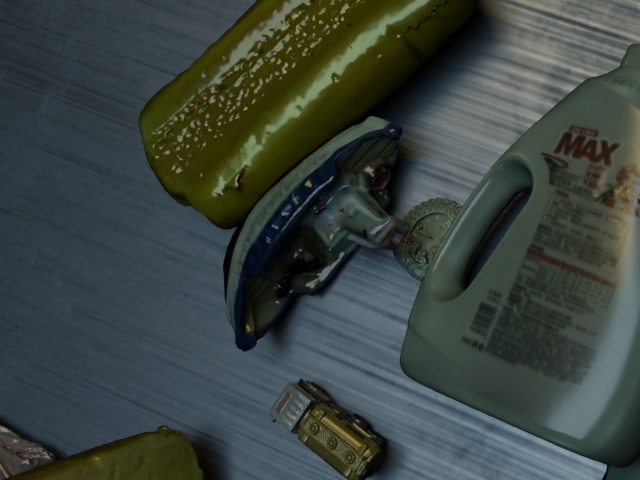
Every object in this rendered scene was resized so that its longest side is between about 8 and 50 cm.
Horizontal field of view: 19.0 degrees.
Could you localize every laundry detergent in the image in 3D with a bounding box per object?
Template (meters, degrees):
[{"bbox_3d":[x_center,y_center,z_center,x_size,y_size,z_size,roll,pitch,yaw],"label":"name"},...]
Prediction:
[{"bbox_3d":[0.242,-0.021,1.722,0.264,0.124,0.398,22,90,37],"label":"laundry detergent"}]

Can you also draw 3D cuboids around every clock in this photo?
[{"bbox_3d":[0.108,-0.002,1.842,0.074,0.010,0.083,45,100,23],"label":"clock"}]

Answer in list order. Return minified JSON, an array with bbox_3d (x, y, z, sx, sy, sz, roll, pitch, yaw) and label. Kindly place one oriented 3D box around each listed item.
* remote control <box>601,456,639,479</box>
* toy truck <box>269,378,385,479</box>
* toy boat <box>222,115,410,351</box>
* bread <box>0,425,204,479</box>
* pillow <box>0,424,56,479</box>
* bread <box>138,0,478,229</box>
[{"bbox_3d":[0.284,0.264,1.708,0.097,0.045,0.256,8,83,24],"label":"remote control"},{"bbox_3d":[0.008,0.184,1.829,0.123,0.063,0.052,37,98,23],"label":"toy truck"},{"bbox_3d":[0.000,0.000,1.827,0.262,0.114,0.115,-45,56,17],"label":"toy boat"},{"bbox_3d":[-0.288,0.344,1.920,0.361,0.245,0.233,-19,91,50],"label":"bread"},{"bbox_3d":[-0.398,0.227,2.010,0.248,0.049,0.135,29,99,27],"label":"pillow"},{"bbox_3d":[-0.008,-0.172,1.861,0.383,0.112,0.166,-43,66,14],"label":"bread"}]
